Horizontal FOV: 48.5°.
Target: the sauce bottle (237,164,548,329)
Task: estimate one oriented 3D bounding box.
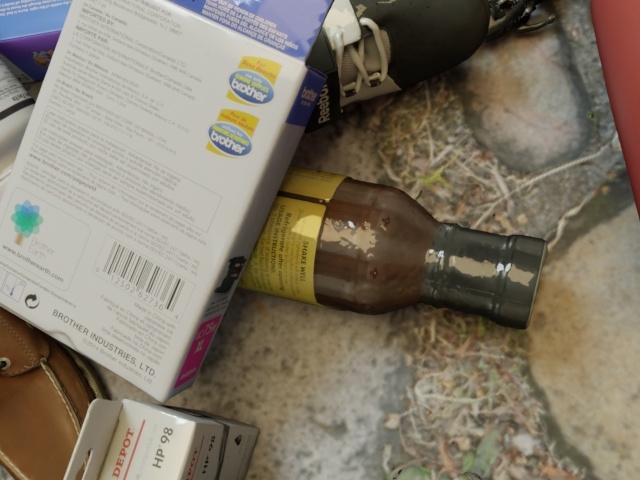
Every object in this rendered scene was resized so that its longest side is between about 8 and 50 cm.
[{"bbox_3d":[0.000,0.000,0.574,0.344,0.111,0.111,14,77,17],"label":"sauce bottle"}]

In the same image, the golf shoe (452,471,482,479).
[{"bbox_3d":[0.123,0.258,0.493,0.086,0.067,0.186,-24,70,7],"label":"golf shoe"}]

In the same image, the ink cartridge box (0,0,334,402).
[{"bbox_3d":[-0.121,-0.062,0.519,0.185,0.065,0.311,27,104,13],"label":"ink cartridge box"}]

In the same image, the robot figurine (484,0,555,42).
[{"bbox_3d":[0.190,-0.296,0.632,0.291,0.085,0.211,-15,70,8],"label":"robot figurine"}]

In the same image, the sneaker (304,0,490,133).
[{"bbox_3d":[-0.024,-0.136,0.592,0.330,0.122,0.146,-7,44,15],"label":"sneaker"}]

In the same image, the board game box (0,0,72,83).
[{"bbox_3d":[-0.174,-0.301,0.720,0.347,0.078,0.233,-5,73,11],"label":"board game box"}]

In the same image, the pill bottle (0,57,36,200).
[{"bbox_3d":[-0.325,-0.121,0.649,0.108,0.108,0.193,-35,104,1],"label":"pill bottle"}]

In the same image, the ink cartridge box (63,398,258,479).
[{"bbox_3d":[-0.111,0.175,0.510,0.060,0.180,0.104,13,78,16],"label":"ink cartridge box"}]

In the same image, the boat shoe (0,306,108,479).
[{"bbox_3d":[-0.284,0.095,0.596,0.110,0.104,0.307,-38,81,0],"label":"boat shoe"}]

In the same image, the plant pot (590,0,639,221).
[{"bbox_3d":[0.316,-0.111,0.468,0.275,0.275,0.243,-16,62,8],"label":"plant pot"}]
